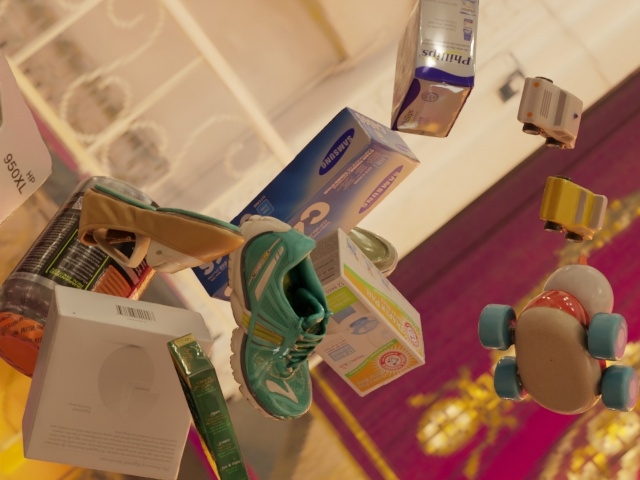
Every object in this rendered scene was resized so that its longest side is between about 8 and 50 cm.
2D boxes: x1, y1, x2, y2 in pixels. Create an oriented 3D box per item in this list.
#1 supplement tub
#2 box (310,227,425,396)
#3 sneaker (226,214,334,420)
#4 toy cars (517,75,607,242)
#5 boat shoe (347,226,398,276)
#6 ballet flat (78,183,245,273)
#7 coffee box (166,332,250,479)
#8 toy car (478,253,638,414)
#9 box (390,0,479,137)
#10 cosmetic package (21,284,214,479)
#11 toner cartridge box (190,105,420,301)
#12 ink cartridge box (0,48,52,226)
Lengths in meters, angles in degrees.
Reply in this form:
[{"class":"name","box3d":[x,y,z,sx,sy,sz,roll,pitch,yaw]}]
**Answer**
[{"class":"supplement tub","box3d":[-0.387,0.065,2.206,0.194,0.316,0.193,22,-33,15]},{"class":"box","box3d":[0.041,0.100,1.878,0.203,0.114,0.103,47,24,-31]},{"class":"sneaker","box3d":[-0.042,0.103,1.610,0.110,0.107,0.275,15,-53,31]},{"class":"toy cars","box3d":[0.450,-0.137,2.458,0.087,0.176,0.393,9,-48,35]},{"class":"boat shoe","box3d":[0.000,0.000,2.463,0.302,0.109,0.094,13,-27,-11]},{"class":"ballet flat","box3d":[-0.165,-0.001,1.398,0.232,0.073,0.080,16,-6,45]},{"class":"coffee box","box3d":[-0.146,0.222,1.787,0.113,0.040,0.184,-133,-155,-60]},{"class":"toy car","box3d":[0.403,0.131,2.177,0.219,0.238,0.210,3,-51,31]},{"class":"box","box3d":[0.134,-0.210,1.607,0.072,0.137,0.126,10,-25,-6]},{"class":"cosmetic package","box3d":[-0.297,0.206,1.986,0.224,0.224,0.138,13,12,-17]},{"class":"toner cartridge box","box3d":[-0.024,-0.041,2.082,0.075,0.348,0.165,54,18,26]},{"class":"ink cartridge box","box3d":[-0.503,-0.165,1.392,0.395,0.166,0.285,17,-36,31]}]
